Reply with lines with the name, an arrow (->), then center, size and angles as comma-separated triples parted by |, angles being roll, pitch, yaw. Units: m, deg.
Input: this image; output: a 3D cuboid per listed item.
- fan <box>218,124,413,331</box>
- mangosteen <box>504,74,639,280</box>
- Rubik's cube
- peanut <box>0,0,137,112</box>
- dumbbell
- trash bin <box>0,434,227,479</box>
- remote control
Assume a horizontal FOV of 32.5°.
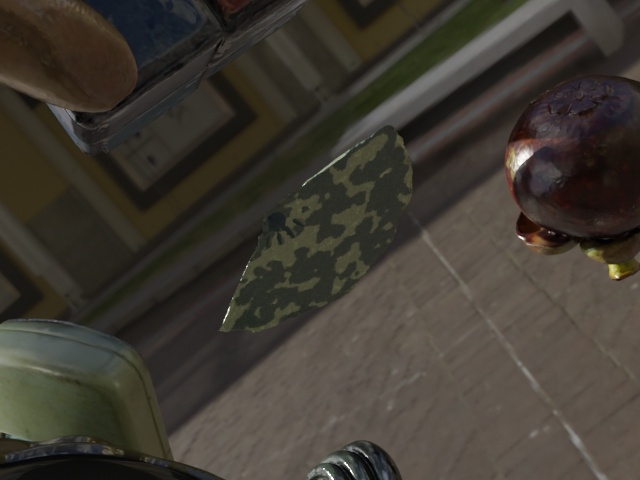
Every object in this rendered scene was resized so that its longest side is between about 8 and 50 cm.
fan -> 0.000, 0.000, 0.949 | 0.240, 0.131, 0.009 | -50, 38, 17
mangosteen -> 0.240, -0.057, 0.942 | 0.156, 0.181, 0.145 | -3, 59, 34
Rubik's cube -> -0.200, -0.303, 1.125 | 0.313, 0.316, 0.318 | -36, 7, -10
peanut -> -0.190, -0.133, 0.709 | 0.076, 0.152, 0.076 | -60, 11, 20
dumbbell -> -0.044, 0.207, 0.804 | 0.255, 0.110, 0.110 | 1, -9, -26
trash bin -> -0.138, 0.185, 0.372 | 0.334, 0.214, 0.214 | -22, 17, 23
remote control -> -0.110, 0.145, 0.571 | 0.098, 0.233, 0.038 | 8, 35, 28
